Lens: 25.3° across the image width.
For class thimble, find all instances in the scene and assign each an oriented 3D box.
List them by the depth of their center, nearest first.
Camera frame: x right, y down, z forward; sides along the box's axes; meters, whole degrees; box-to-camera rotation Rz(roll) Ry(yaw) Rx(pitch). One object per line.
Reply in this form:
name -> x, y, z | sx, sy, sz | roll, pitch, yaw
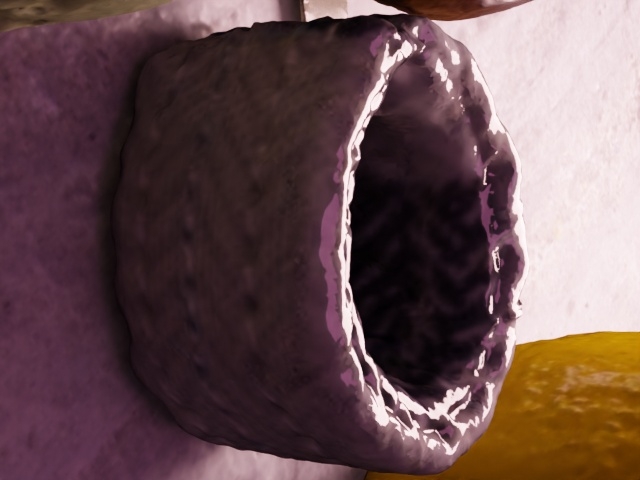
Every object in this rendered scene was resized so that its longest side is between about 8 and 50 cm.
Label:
thimble -> 0.000, 0.000, 0.778 | 0.217, 0.157, 0.245 | -24, 110, -52

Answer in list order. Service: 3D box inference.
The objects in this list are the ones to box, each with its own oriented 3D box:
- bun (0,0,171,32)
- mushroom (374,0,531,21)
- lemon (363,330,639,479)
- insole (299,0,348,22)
bun -> -0.169, -0.176, 0.522 | 0.187, 0.293, 0.293 | -45, 138, 9
mushroom -> 0.045, -0.275, 0.778 | 0.345, 0.239, 0.345 | 3, 83, -27
lemon -> 0.219, 0.221, 0.915 | 0.364, 0.364, 0.364 | -2, 93, -52
insole -> -0.005, -0.210, 0.879 | 0.063, 0.010, 0.192 | -13, 100, -52
